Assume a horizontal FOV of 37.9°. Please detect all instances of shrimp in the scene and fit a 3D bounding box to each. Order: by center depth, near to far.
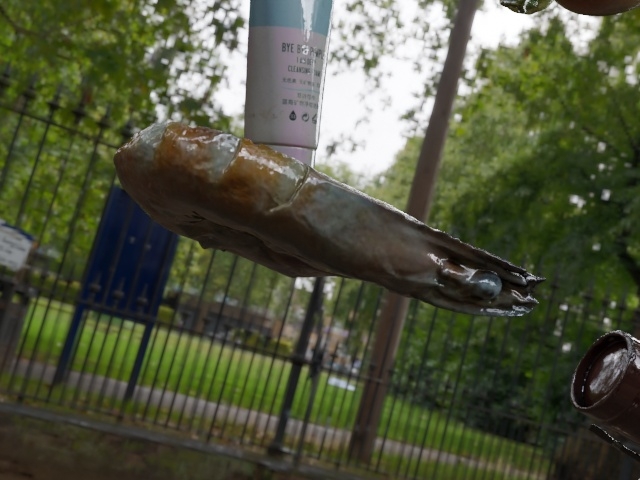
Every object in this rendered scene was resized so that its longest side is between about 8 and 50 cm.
[{"bbox_3d":[0.000,0.000,0.677,0.317,0.062,0.164,19,-19,0],"label":"shrimp"}]

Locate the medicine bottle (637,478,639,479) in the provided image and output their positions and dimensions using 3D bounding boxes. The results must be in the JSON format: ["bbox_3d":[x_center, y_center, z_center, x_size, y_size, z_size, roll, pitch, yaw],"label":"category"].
[{"bbox_3d":[0.274,0.254,0.651,0.168,0.135,0.135,40,5,30],"label":"medicine bottle"}]

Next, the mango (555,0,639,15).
[{"bbox_3d":[0.515,-0.502,1.631,0.317,0.211,0.173,-17,30,-32],"label":"mango"}]

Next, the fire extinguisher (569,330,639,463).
[{"bbox_3d":[0.421,0.226,0.994,0.341,0.105,0.141,31,-39,-11],"label":"fire extinguisher"}]

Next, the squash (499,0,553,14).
[{"bbox_3d":[0.204,-0.265,0.910,0.090,0.200,0.075,37,-39,-12],"label":"squash"}]

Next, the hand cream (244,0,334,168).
[{"bbox_3d":[-0.032,-0.195,0.876,0.111,0.312,0.070,5,1,-36],"label":"hand cream"}]
